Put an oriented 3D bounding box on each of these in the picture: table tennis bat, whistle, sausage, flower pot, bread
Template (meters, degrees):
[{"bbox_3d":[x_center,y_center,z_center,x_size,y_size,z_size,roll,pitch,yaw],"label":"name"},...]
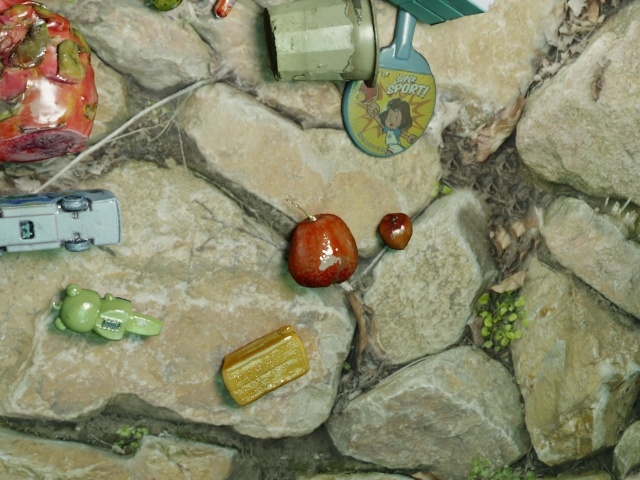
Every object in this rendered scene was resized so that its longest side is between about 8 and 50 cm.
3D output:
[{"bbox_3d":[0.158,-0.340,1.688,0.215,0.044,0.328,4,109,-21],"label":"table tennis bat"},{"bbox_3d":[-0.438,0.156,1.620,0.228,0.085,0.105,16,103,-23],"label":"whistle"},{"bbox_3d":[-0.169,-0.486,1.514,0.034,0.034,0.129,26,99,-26],"label":"sausage"},{"bbox_3d":[0.001,-0.389,1.527,0.203,0.212,0.212,-11,113,-9],"label":"flower pot"},{"bbox_3d":[-0.128,0.284,1.787,0.201,0.077,0.115,-27,117,-8],"label":"bread"}]

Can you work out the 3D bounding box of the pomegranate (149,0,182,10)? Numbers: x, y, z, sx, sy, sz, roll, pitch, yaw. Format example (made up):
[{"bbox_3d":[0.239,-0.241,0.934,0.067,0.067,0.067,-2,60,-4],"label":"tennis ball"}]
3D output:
[{"bbox_3d":[-0.292,-0.471,1.456,0.073,0.073,0.084,-36,102,-5],"label":"pomegranate"}]

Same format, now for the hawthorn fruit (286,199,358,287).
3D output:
[{"bbox_3d":[0.000,0.000,1.706,0.163,0.163,0.203,-12,95,-16],"label":"hawthorn fruit"}]

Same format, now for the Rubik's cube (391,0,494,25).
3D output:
[{"bbox_3d":[0.225,-0.573,1.500,0.231,0.225,0.221,25,87,-25],"label":"Rubik's cube"}]

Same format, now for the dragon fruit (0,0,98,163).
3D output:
[{"bbox_3d":[-0.513,-0.287,1.350,0.250,0.269,0.291,-19,80,-5],"label":"dragon fruit"}]

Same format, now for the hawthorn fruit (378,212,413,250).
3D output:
[{"bbox_3d":[0.177,-0.016,1.793,0.081,0.081,0.093,-31,131,-7],"label":"hawthorn fruit"}]

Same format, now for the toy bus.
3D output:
[{"bbox_3d":[-0.549,-0.037,1.478,0.330,0.136,0.108,-5,109,-18],"label":"toy bus"}]
